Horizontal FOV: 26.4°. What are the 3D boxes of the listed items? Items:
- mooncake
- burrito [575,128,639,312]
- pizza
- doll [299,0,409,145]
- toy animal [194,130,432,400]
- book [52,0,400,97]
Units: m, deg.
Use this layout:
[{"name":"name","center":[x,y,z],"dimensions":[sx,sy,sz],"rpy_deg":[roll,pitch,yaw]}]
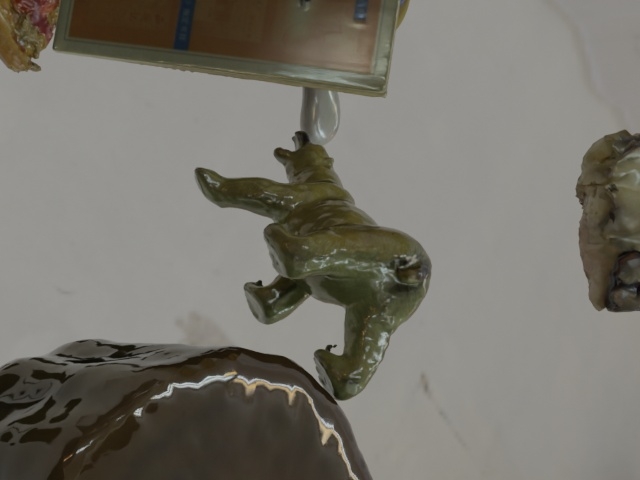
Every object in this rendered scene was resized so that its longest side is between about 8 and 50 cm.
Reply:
[{"name":"mooncake","center":[-0.103,0.198,0.755],"dimensions":[0.290,0.161,0.290],"rpy_deg":[-3,95,-46]},{"name":"burrito","center":[0.148,-0.017,0.392],"dimensions":[0.171,0.042,0.051],"rpy_deg":[-11,94,-17]},{"name":"pizza","center":[-0.326,-0.309,1.643],"dimensions":[0.199,0.062,0.188],"rpy_deg":[-32,114,-40]},{"name":"doll","center":[0.002,-0.268,1.552],"dimensions":[0.159,0.242,0.311],"rpy_deg":[-1,87,-56]},{"name":"toy animal","center":[0.000,0.000,0.856],"dimensions":[0.101,0.218,0.103],"rpy_deg":[-25,119,-16]},{"name":"book","center":[-0.061,-0.198,0.966],"dimensions":[0.018,0.241,0.170],"rpy_deg":[50,48,-81]}]
